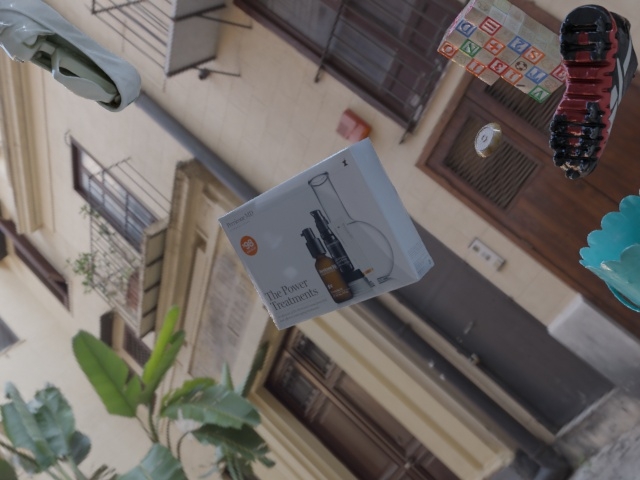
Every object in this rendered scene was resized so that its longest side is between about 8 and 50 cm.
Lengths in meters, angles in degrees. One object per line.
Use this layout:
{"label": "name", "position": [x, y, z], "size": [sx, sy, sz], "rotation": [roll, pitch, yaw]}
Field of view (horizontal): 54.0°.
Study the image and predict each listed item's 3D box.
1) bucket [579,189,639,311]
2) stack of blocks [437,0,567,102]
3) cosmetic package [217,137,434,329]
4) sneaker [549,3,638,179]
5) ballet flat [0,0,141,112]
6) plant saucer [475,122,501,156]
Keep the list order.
{"label": "bucket", "position": [0.739, 0.018, 1.387], "size": [0.281, 0.183, 0.281], "rotation": [-49, -1, -1]}
{"label": "stack of blocks", "position": [0.467, -0.473, 1.566], "size": [0.087, 0.297, 0.171], "rotation": [-63, 8, -28]}
{"label": "cosmetic package", "position": [0.000, 0.000, 1.289], "size": [0.377, 0.284, 0.097], "rotation": [-25, 4, 36]}
{"label": "sneaker", "position": [0.447, -0.239, 1.019], "size": [0.135, 0.098, 0.276], "rotation": [-19, -63, -35]}
{"label": "ballet flat", "position": [-0.573, -0.406, 1.342], "size": [0.400, 0.139, 0.139], "rotation": [29, -75, -28]}
{"label": "plant saucer", "position": [0.385, -0.236, 1.460], "size": [0.015, 0.083, 0.083], "rotation": [16, -58, -27]}
